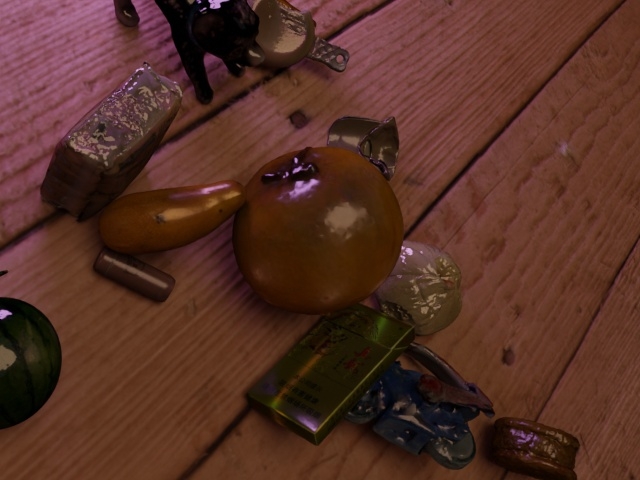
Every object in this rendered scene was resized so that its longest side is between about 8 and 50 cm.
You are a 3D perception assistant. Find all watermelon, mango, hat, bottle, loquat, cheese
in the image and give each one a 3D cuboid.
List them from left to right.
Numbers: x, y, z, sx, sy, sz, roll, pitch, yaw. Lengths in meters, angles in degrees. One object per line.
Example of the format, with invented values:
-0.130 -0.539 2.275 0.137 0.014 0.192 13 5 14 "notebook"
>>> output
-0.481 0.167 0.957 0.188 0.188 0.215 -27 102 -35 "watermelon"
-0.331 0.060 1.170 0.140 0.053 0.053 29 60 -18 "bottle"
-0.255 -0.039 1.151 0.262 0.157 0.109 -11 88 -10 "mango"
-0.059 -0.457 1.480 0.286 0.082 0.163 14 98 -27 "cheese"
0.000 0.000 1.251 0.328 0.328 0.360 -51 137 -34 "loquat"
0.101 -0.221 1.532 0.175 0.085 0.147 14 75 -1 "hat"

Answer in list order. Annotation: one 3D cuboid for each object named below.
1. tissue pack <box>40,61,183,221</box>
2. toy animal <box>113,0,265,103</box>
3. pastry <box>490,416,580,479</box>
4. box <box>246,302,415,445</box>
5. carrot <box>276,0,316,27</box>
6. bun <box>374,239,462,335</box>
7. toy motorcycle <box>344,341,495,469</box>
-0.353 -0.156 1.113 0.123 0.256 0.215 42 57 -15 "tissue pack"
-0.239 -0.469 1.271 0.344 0.302 0.194 43 59 -10 "toy animal"
0.465 0.454 1.422 0.188 0.188 0.103 26 68 -21 "pastry"
0.025 0.237 1.256 0.311 0.173 0.043 -39 134 -35 "box"
-0.126 -0.545 1.508 0.260 0.070 0.070 29 60 -20 "carrot"
0.232 0.101 1.441 0.220 0.134 0.221 12 66 -27 "bun"
0.175 0.322 1.331 0.319 0.241 0.182 28 103 -5 "toy motorcycle"
